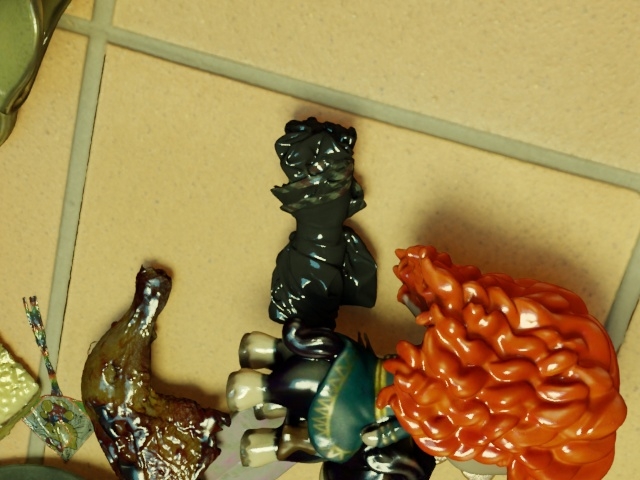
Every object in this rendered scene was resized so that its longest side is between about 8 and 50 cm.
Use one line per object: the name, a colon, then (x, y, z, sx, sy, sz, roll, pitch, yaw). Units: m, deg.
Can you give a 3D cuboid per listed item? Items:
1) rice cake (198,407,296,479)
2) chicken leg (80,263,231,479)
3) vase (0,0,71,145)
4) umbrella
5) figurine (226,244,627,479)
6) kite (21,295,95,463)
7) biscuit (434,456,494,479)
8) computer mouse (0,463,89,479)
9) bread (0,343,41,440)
rice cake: (-0.112, 0.280, 1.078, 0.298, 0.050, 0.106, -40, 94, 18)
chicken leg: (-0.210, 0.201, 1.036, 0.177, 0.083, 0.322, -23, 87, 13)
vase: (-0.433, -0.217, 0.931, 0.302, 0.241, 0.329, 13, 137, -7)
umbrella: (0.001, -0.001, 0.950, 0.110, 0.122, 0.272, 26, 122, 49)
figurine: (0.101, 0.170, 0.891, 0.412, 0.241, 0.306, -27, 103, 22)
kite: (-0.357, 0.190, 1.122, 0.198, 0.006, 0.244, -3, 105, 12)
biscuit: (0.160, 0.214, 1.011, 0.250, 0.036, 0.165, -17, 92, 15)
computer mouse: (-0.391, 0.409, 1.137, 0.374, 0.114, 0.203, -5, 107, 18)
bread: (-0.517, 0.170, 1.099, 0.266, 0.178, 0.142, 47, 143, 0)
